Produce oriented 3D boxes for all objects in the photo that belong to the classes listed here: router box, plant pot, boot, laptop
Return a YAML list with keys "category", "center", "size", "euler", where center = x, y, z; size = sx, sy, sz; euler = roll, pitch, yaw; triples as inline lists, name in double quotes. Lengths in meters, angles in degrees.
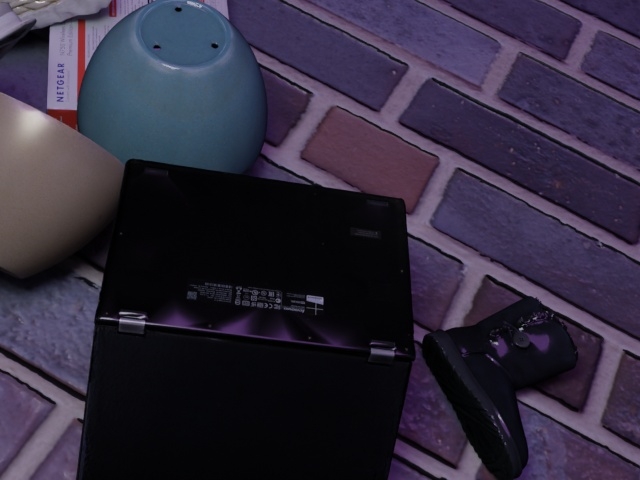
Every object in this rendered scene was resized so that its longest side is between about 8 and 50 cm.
- category: "router box"
  center: [-0.299, -0.311, 1.564]
  size: [0.301, 0.082, 0.335]
  euler: [1, 55, -14]
- category: "plant pot"
  center: [-0.207, -0.237, 1.362]
  size: [0.290, 0.195, 0.290]
  euler: [7, 58, -11]
- category: "boot"
  center: [0.288, 0.200, 1.335]
  size: [0.207, 0.094, 0.246]
  euler: [-16, 54, -19]
- category: "laptop"
  center: [-0.094, 0.142, 1.207]
  size: [0.382, 0.236, 0.408]
  euler: [8, 50, -9]
- category: "plant pot"
  center: [-0.418, -0.060, 1.263]
  size: [0.284, 0.284, 0.191]
  euler: [24, 78, 4]

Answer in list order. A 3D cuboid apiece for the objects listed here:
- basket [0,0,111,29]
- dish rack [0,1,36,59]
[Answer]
- category: "basket"
  center: [-0.534, -0.523, 1.480]
  size: [0.331, 0.266, 0.328]
  euler: [-17, 57, 2]
- category: "dish rack"
  center: [-0.563, -0.221, 1.286]
  size: [0.285, 0.333, 0.072]
  euler: [-44, 105, -34]
